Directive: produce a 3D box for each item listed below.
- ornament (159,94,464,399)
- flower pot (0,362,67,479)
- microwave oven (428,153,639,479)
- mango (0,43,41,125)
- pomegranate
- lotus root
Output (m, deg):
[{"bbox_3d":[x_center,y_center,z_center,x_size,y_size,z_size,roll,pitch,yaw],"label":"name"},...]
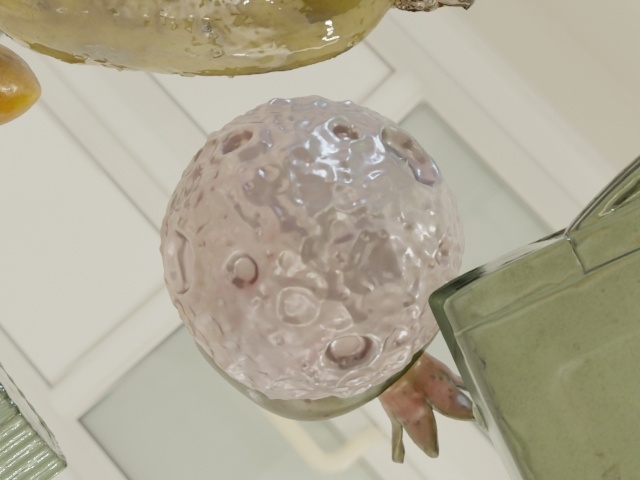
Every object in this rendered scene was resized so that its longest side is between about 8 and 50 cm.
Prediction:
[{"bbox_3d":[0.000,0.000,1.252,0.225,0.259,0.259,-43,167,28],"label":"ornament"},{"bbox_3d":[-0.424,0.217,1.692,0.190,0.209,0.239,-38,136,-8],"label":"flower pot"},{"bbox_3d":[0.296,0.078,0.826,0.394,0.333,0.247,-25,172,1],"label":"microwave oven"},{"bbox_3d":[-0.367,-0.153,1.386,0.141,0.217,0.102,-155,-106,-68],"label":"mango"},{"bbox_3d":[0.025,0.061,1.545,0.291,0.291,0.323,-45,124,9],"label":"pomegranate"},{"bbox_3d":[-0.067,-0.190,0.989,0.169,0.343,0.151,-71,162,-63],"label":"lotus root"}]
